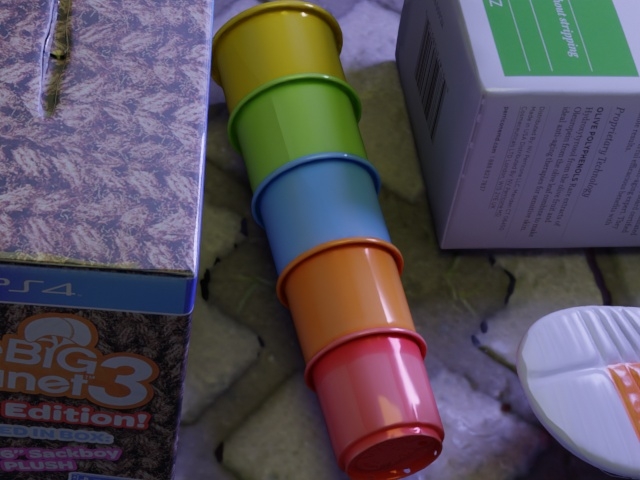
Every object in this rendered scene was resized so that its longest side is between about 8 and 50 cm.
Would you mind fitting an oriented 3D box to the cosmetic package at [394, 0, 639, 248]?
[{"bbox_3d":[0.250,-0.111,1.003,0.365,0.155,0.197,-3,50,-10],"label":"cosmetic package"}]

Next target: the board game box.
[{"bbox_3d":[-0.136,0.007,0.752,0.141,0.291,0.232,5,52,-6],"label":"board game box"}]

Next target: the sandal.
[{"bbox_3d":[0.210,0.098,0.888,0.265,0.076,0.102,2,64,-34],"label":"sandal"}]

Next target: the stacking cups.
[{"bbox_3d":[0.000,0.000,0.923,0.096,0.096,0.316,-5,58,-14],"label":"stacking cups"}]
